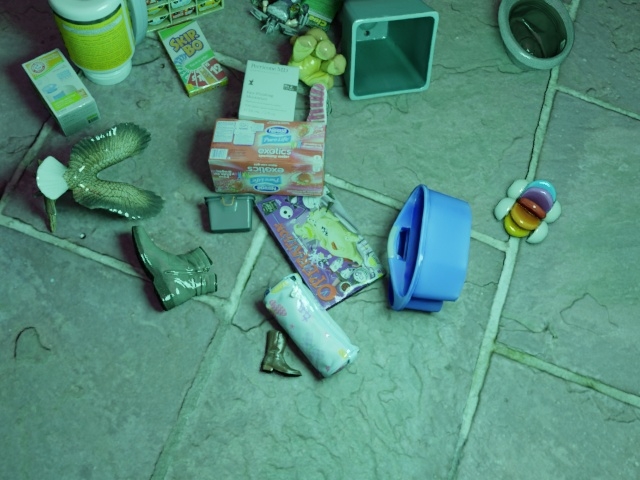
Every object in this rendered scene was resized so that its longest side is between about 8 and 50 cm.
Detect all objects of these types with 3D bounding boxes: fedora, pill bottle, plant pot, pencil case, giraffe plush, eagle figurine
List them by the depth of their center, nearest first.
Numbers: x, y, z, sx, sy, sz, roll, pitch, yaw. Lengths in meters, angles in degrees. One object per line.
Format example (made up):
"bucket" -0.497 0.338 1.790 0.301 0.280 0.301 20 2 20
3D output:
"pencil case" -0.022 0.210 1.632 0.273 0.124 0.113 51 32 11
"eagle figurine" -0.573 -0.167 1.683 0.298 0.226 0.225 -8 49 -5
"pill bottle" -0.606 -0.573 1.756 0.188 0.334 0.188 3 68 -6
"plant pot" 0.175 -0.598 1.915 0.247 0.248 0.252 -9 46 -10
"giraffe plush" -0.023 -0.549 1.922 0.181 0.210 0.170 39 46 -29
"fedora" 0.661 -0.648 2.053 0.243 0.124 0.275 -22 81 -12

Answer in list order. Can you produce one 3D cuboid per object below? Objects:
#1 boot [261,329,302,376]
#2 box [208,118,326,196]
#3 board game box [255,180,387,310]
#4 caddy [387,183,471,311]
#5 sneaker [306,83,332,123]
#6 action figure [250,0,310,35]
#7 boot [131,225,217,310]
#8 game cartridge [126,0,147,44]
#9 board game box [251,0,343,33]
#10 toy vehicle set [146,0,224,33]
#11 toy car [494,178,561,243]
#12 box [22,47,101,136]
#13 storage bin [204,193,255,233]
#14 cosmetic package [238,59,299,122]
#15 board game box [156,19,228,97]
"boot" -0.089 0.282 1.645 0.106 0.037 0.114 13 63 -4
"box" -0.136 -0.223 1.749 0.300 0.142 0.154 2 58 2
"board game box" 0.000 0.000 1.760 0.208 0.056 0.347 -31 75 -13
"caddy" 0.258 0.024 1.679 0.179 0.241 0.341 14 67 -8
"sneaker" 0.000 -0.365 1.895 0.063 0.075 0.170 3 88 21
"action figure" -0.097 -0.745 1.982 0.185 0.099 0.285 31 82 -8
"boot" -0.376 0.051 1.685 0.161 0.083 0.246 -25 79 -23
"game cartridge" -0.576 -0.688 1.826 0.196 0.294 0.060 31 66 6
"board game box" -0.072 -0.754 2.058 0.259 0.030 0.136 25 66 3
"toy vehicle set" -0.414 -0.717 1.926 0.267 0.166 0.035 -24 73 -15
"toy car" 0.591 -0.096 1.820 0.159 0.136 0.182 37 69 8
"box" -0.716 -0.410 1.802 0.114 0.103 0.203 -32 75 -18
"storage bin" -0.239 -0.070 1.733 0.135 0.098 0.091 -4 79 -3
"cosmetic package" -0.147 -0.381 1.834 0.151 0.151 0.184 7 68 -5
"board game box" -0.385 -0.552 1.939 0.124 0.039 0.259 -24 71 -16
